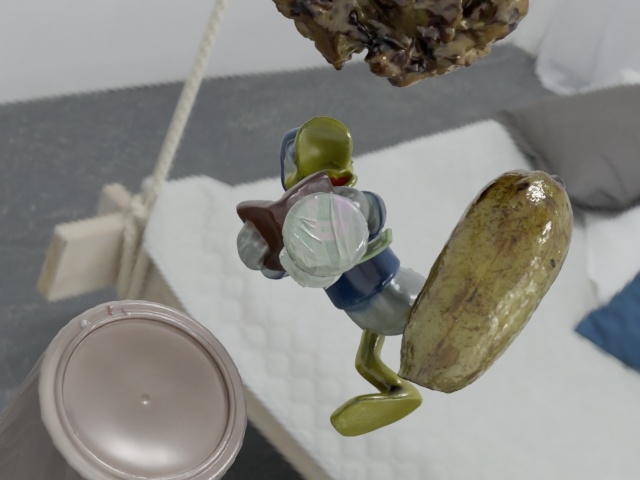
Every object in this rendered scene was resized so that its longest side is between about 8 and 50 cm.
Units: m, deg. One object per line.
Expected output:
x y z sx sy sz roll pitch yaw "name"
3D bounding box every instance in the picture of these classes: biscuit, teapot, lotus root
0.067 -0.307 1.260 0.334 0.289 0.081 53 23 -23 "biscuit"
0.009 0.003 0.918 0.083 0.064 0.064 1 68 -11 "teapot"
0.164 0.036 1.181 0.110 0.097 0.258 30 76 6 "lotus root"

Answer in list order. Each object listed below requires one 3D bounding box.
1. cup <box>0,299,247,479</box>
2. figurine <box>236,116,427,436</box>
-0.208 0.231 1.193 0.208 0.273 0.288 12 55 -22 "cup"
0.000 0.000 1.325 0.283 0.204 0.338 31 29 -46 "figurine"
